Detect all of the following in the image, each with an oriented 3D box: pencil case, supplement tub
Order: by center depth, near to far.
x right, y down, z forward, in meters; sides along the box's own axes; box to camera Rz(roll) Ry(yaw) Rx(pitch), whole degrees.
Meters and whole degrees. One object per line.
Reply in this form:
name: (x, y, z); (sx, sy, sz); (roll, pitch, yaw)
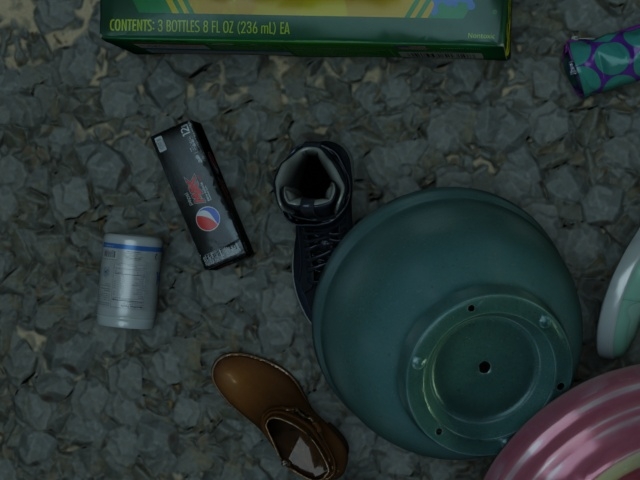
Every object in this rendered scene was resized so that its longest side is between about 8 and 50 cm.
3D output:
pencil case: (0.344, -0.212, 1.689); (0.152, 0.064, 0.070); (-19, 101, 8)
supplement tub: (-0.221, 0.046, 1.772); (0.071, 0.071, 0.107); (6, 92, 9)

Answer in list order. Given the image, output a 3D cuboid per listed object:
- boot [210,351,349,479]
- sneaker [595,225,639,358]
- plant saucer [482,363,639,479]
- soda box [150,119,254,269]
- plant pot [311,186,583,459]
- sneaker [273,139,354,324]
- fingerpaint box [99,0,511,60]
boot: (-0.050, 0.194, 1.704); (0.197, 0.152, 0.073); (34, 95, 7)
sneaker: (0.407, 0.038, 1.656); (0.151, 0.094, 0.256); (29, 92, 19)
plant saucer: (0.317, 0.284, 1.586); (0.332, 0.084, 0.332); (-12, 124, -18)
soda box: (-0.135, -0.051, 1.764); (0.053, 0.060, 0.169); (-22, 86, 7)
plant pot: (0.150, 0.108, 1.600); (0.293, 0.196, 0.293); (-3, 106, -10)
sneaker: (-0.002, -0.001, 1.694); (0.086, 0.163, 0.226); (-4, 91, 7)
fingerpaint box: (-0.007, -0.393, 1.691); (0.445, 0.163, 0.371); (3, 91, 8)
